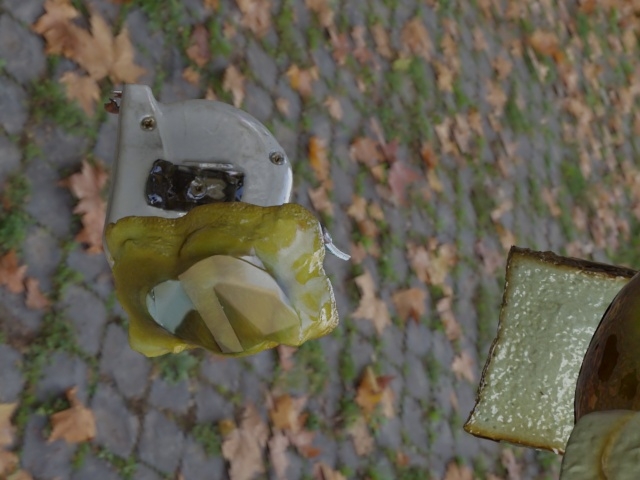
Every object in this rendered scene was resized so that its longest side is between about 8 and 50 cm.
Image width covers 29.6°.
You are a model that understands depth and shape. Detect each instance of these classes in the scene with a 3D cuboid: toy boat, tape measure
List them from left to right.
[{"bbox_3d":[-0.169,-0.065,1.592,0.130,0.265,0.258,98,-4,-70],"label":"tape measure"},{"bbox_3d":[0.000,0.000,1.923,0.096,0.034,0.122,35,-9,35],"label":"toy boat"}]

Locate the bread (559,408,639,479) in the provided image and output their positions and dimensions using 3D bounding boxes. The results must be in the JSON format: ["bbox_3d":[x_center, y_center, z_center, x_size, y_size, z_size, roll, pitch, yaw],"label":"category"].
[{"bbox_3d":[0.326,0.287,1.005,0.338,0.187,0.155,63,33,-40],"label":"bread"}]

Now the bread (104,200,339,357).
[{"bbox_3d":[-0.104,0.047,1.215,0.088,0.233,0.160,-79,157,-60],"label":"bread"}]

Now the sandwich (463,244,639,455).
[{"bbox_3d":[0.379,0.174,1.797,0.099,0.271,0.301,-12,115,-76],"label":"sandwich"}]

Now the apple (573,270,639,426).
[{"bbox_3d":[0.424,0.168,1.239,0.339,0.340,0.339,36,43,-42],"label":"apple"}]
